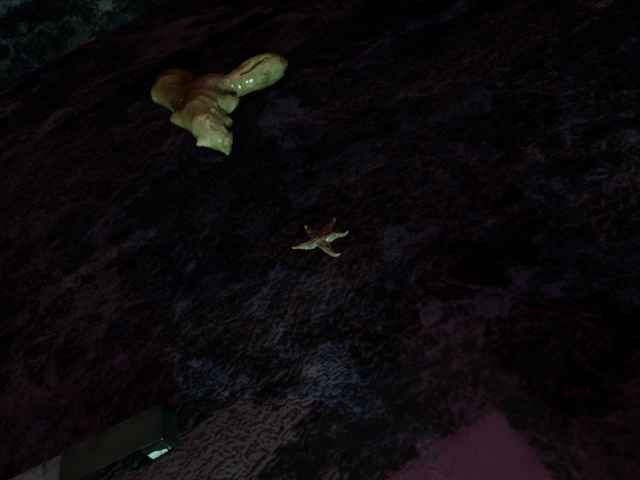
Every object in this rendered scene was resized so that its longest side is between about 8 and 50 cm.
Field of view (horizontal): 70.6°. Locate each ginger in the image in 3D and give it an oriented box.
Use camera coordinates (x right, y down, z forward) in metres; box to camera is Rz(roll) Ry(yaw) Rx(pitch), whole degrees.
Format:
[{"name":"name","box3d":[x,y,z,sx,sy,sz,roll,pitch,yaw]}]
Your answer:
[{"name":"ginger","box3d":[-0.291,-0.339,1.079,0.363,0.122,0.348,6,43,15]}]

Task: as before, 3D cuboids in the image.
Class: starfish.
[{"name":"starfish","box3d":[0.000,0.000,0.715,0.086,0.016,0.092,-34,48,-7]}]

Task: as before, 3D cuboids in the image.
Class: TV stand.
[{"name":"TV stand","box3d":[-0.302,0.286,0.561,0.257,0.040,0.049,-26,46,-1]}]
